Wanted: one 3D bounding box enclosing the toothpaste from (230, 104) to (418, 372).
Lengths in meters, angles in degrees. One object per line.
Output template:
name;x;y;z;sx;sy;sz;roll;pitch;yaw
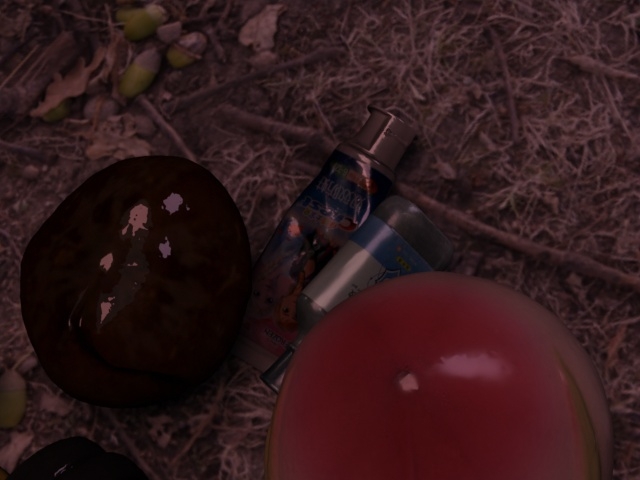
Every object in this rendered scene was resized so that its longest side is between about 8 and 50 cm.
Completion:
toothpaste;0.000;0.000;1.714;0.096;0.061;0.266;29;85;21

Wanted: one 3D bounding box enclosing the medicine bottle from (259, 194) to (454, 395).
medicine bottle;0.029;0.059;1.665;0.208;0.090;0.054;-49;28;-7

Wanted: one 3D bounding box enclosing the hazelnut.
hazelnut;-0.174;0.033;1.651;0.218;0.218;0.234;13;81;17

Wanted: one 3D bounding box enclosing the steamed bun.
steamed bun;0.091;0.159;1.502;0.309;0.309;0.309;-4;69;11

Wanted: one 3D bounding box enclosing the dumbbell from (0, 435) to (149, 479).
dumbbell;-0.308;0.202;1.635;0.388;0.185;0.185;35;81;21
